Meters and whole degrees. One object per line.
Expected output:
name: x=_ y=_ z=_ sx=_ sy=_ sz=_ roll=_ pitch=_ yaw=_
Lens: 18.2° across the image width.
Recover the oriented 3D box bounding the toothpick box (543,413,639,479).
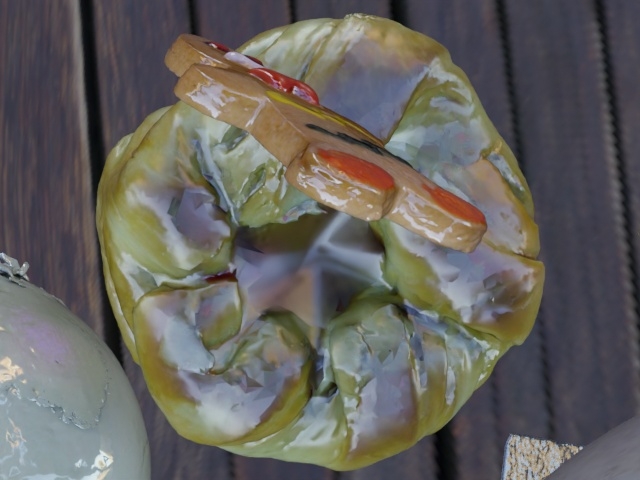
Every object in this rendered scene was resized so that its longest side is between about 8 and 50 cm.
toothpick box: x=0.267 y=0.246 z=0.668 sx=0.425 sy=0.409 sz=0.409 roll=4 pitch=73 yaw=31

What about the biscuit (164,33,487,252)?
biscuit: x=-0.012 y=-0.074 z=1.224 sx=0.165 sy=0.250 sz=0.036 roll=18 pitch=105 yaw=-42

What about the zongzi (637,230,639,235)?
zongzi: x=0.404 y=-0.002 z=1.578 sx=0.145 sy=0.300 sz=0.274 roll=18 pitch=39 yaw=-38

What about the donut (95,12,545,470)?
donut: x=0.000 y=0.000 z=1.541 sx=0.360 sy=0.170 sz=0.360 roll=-3 pitch=102 yaw=-13

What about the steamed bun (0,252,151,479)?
steamed bun: x=-0.289 y=0.159 z=1.709 sx=0.334 sy=0.233 sz=0.312 roll=-10 pitch=44 yaw=-43

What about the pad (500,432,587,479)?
pad: x=0.139 y=0.223 z=1.151 sx=0.143 sy=0.003 sz=0.211 roll=14 pitch=79 yaw=-45
